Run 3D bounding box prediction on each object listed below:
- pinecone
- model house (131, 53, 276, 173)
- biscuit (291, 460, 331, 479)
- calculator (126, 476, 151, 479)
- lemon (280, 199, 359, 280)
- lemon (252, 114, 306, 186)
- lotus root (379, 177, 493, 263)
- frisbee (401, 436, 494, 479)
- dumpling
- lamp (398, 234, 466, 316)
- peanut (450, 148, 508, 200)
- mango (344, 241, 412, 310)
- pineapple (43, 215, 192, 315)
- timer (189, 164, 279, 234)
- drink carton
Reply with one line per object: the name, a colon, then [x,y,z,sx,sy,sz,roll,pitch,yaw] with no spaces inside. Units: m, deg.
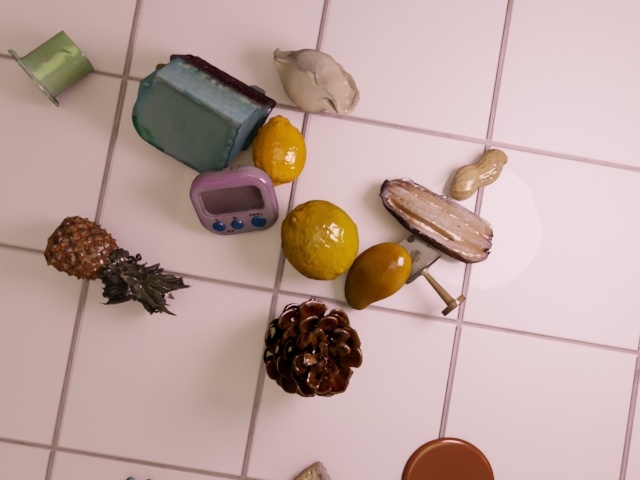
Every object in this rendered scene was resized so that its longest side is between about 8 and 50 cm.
pinecone: [-0.011,0.264,1.304,0.244,0.309,0.243,-2,95,-24]
model house: [-0.286,-0.347,1.377,0.281,0.230,0.248,31,46,-3]
biscuit: [0.003,0.730,1.376,0.179,0.084,0.281,-33,90,-3]
calculator: [-0.478,0.687,1.397,0.094,0.019,0.141,7,89,-1]
lemon: [0.000,0.000,1.349,0.192,0.192,0.231,-45,123,-3]
lemon: [-0.106,-0.230,1.385,0.142,0.142,0.187,2,88,-2]
lotus root: [0.292,-0.046,1.420,0.329,0.078,0.167,32,54,2]
frisbee: [0.339,0.648,1.423,0.251,0.021,0.250,0,87,-1]
dumpling: [-0.002,-0.422,1.401,0.258,0.147,0.193,43,47,11]
lamp: [0.279,0.089,1.389,0.121,0.121,0.214,-40,74,-3]
peanut: [0.421,-0.177,1.431,0.187,0.082,0.082,-33,89,-3]
mango: [0.137,0.092,1.368,0.227,0.099,0.136,-48,63,35]
pineapple: [-0.508,0.084,1.357,0.365,0.165,0.165,33,87,-2]
timer: [-0.214,-0.101,1.362,0.209,0.190,0.069,-6,43,7]
drink carton: [-0.677,-0.448,1.383,0.142,0.146,0.144,-39,90,-11]
